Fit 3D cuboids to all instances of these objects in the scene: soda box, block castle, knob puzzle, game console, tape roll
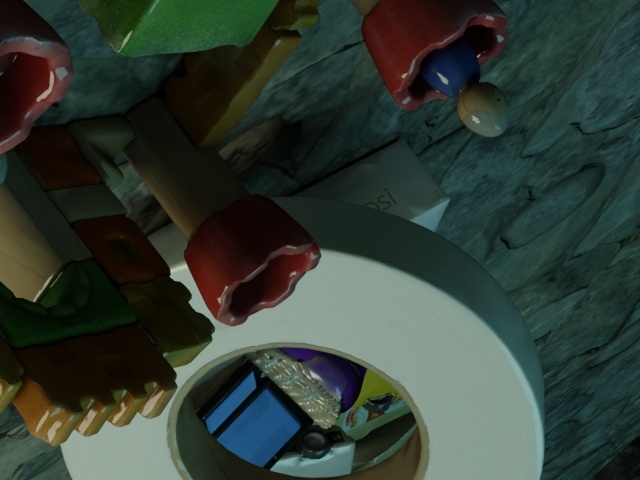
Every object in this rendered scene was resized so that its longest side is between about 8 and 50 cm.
[{"bbox_3d":[0.000,0.000,1.534,0.216,0.074,0.069,-29,160,-24],"label":"soda box"},{"bbox_3d":[-0.118,-0.047,1.015,0.453,0.213,0.303,-12,149,-52],"label":"block castle"},{"bbox_3d":[0.048,0.168,2.065,0.213,0.030,0.213,-26,151,-16],"label":"knob puzzle"},{"bbox_3d":[-0.070,0.183,1.800,0.122,0.071,0.107,-46,163,-16],"label":"game console"},{"bbox_3d":[-0.015,0.139,1.439,0.392,0.392,0.072,-50,-163,32],"label":"tape roll"}]

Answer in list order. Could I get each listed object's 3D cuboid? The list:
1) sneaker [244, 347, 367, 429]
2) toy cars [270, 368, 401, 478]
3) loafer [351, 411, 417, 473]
[{"bbox_3d":[0.009,0.072,1.614,0.146,0.102,0.293,-46,-174,-2],"label":"sneaker"},{"bbox_3d":[0.017,0.175,1.945,0.394,0.087,0.176,-38,136,10],"label":"toy cars"},{"bbox_3d":[0.059,0.276,2.240,0.268,0.092,0.102,-47,-169,-16],"label":"loafer"}]
